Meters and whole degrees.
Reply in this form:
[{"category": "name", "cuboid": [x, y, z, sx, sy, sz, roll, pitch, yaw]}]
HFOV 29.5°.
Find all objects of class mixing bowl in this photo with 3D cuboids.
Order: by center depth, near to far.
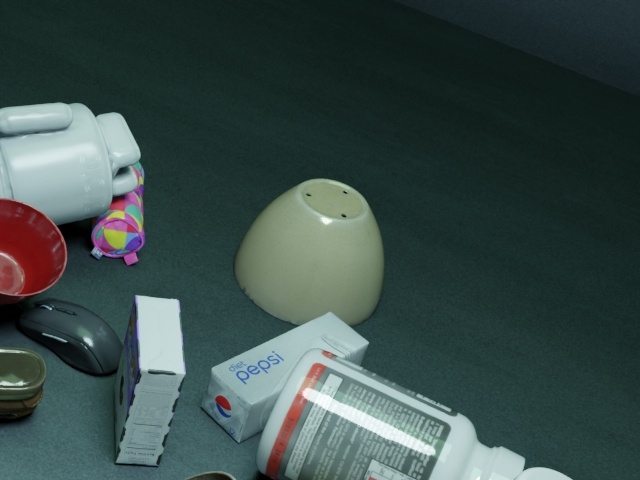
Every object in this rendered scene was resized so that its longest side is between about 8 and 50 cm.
[{"category": "mixing bowl", "cuboid": [-0.507, 0.034, 1.936, 0.181, 0.098, 0.181, 18, 49, -22]}]

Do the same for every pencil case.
[{"category": "pencil case", "cuboid": [-0.372, -0.063, 2.237, 0.104, 0.104, 0.236, 8, 37, -14]}]

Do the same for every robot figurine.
[{"category": "robot figurine", "cuboid": [-0.490, -0.119, 2.067, 0.353, 0.300, 0.200, -14, 51, -23]}]

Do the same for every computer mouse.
[{"category": "computer mouse", "cuboid": [-0.447, 0.140, 1.946, 0.262, 0.060, 0.184, 32, 36, 20]}]

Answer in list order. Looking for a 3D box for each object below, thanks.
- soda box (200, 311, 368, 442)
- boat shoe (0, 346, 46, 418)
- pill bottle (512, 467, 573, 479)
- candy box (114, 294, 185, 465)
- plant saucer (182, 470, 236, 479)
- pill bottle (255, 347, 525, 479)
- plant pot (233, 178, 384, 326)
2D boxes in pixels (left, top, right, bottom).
[{"category": "soda box", "cuboid": [-0.054, 0.219, 1.987, 0.098, 0.091, 0.286, 39, 39, 27]}, {"category": "boat shoe", "cuboid": [-0.558, 0.212, 1.761, 0.307, 0.104, 0.110, 10, 44, -14]}, {"category": "pill bottle", "cuboid": [0.247, 0.449, 1.612, 0.161, 0.283, 0.161, 26, 30, -16]}, {"category": "candy box", "cuboid": [-0.258, 0.210, 1.812, 0.070, 0.196, 0.165, 7, 36, -16]}, {"category": "plant saucer", "cuboid": [-0.210, 0.417, 1.513, 0.050, 0.310, 0.310, 53, 30, -17]}, {"category": "pill bottle", "cuboid": [0.105, 0.324, 1.807, 0.363, 0.210, 0.210, 25, 35, 9]}, {"category": "plant pot", "cuboid": [0.000, 0.000, 2.233, 0.284, 0.191, 0.284, 13, 34, -9]}]
